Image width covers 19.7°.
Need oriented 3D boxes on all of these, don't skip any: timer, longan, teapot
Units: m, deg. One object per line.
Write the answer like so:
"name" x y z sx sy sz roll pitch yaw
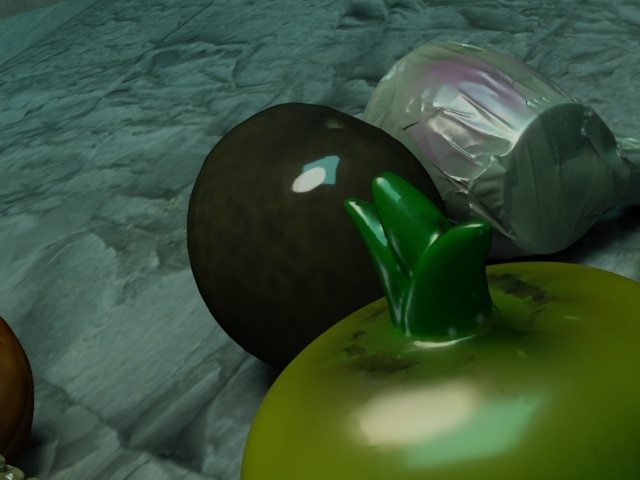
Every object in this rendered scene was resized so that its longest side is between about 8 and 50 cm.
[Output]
"timer" 0.076 0.091 0.901 0.285 0.285 0.285 -17 20 7
"longan" 0.000 0.000 1.336 0.212 0.198 0.198 6 32 43
"teapot" 0.154 -0.049 1.438 0.178 0.221 0.163 23 85 50

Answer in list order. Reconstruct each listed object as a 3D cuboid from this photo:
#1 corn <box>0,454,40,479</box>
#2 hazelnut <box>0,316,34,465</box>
"corn" -0.230 0.217 1.156 0.087 0.087 0.211 -14 26 17
"hazelnut" -0.302 0.113 1.364 0.182 0.182 0.182 -17 20 7
